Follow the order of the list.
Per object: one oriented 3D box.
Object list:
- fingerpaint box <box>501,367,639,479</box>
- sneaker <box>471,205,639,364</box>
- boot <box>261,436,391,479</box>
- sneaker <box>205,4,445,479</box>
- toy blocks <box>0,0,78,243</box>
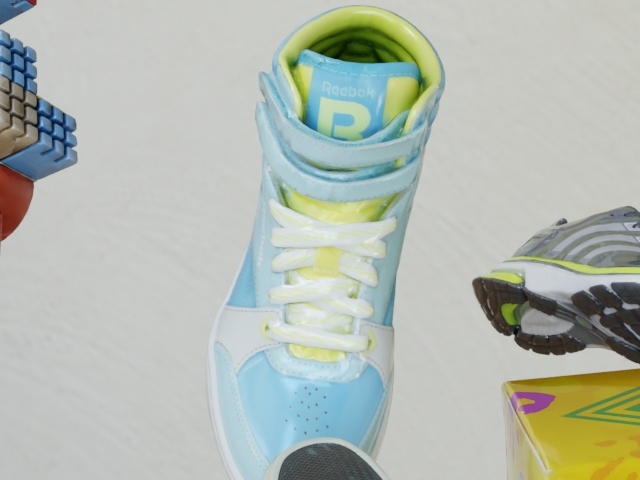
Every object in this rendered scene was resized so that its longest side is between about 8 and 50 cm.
[{"bbox_3d":[0.328,0.314,1.116,0.371,0.445,0.163,-5,17,-3],"label":"fingerpaint box"},{"bbox_3d":[0.255,0.027,1.281,0.300,0.121,0.111,8,-39,52],"label":"sneaker"},{"bbox_3d":[0.014,0.245,0.865,0.088,0.176,0.244,-10,59,-19],"label":"boot"},{"bbox_3d":[0.000,0.000,0.962,0.127,0.208,0.319,6,66,-2],"label":"sneaker"},{"bbox_3d":[-0.339,-0.092,1.436,0.191,0.261,0.381,32,44,-51],"label":"toy blocks"}]
